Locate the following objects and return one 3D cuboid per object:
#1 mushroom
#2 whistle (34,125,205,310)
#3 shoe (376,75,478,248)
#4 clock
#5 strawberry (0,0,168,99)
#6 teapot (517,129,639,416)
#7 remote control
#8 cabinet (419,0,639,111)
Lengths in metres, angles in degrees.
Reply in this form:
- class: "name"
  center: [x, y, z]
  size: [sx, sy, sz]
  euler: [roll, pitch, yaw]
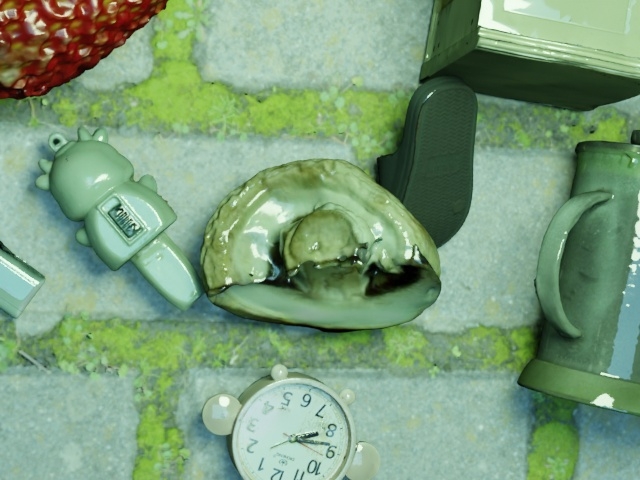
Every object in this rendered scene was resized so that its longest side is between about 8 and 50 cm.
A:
- class: "mushroom"
  center: [0.006, 0.003, 1.380]
  size: [0.267, 0.189, 0.164]
  euler: [-11, 62, 19]
- class: "whistle"
  center: [-0.225, -0.026, 1.371]
  size: [0.101, 0.106, 0.253]
  euler: [-40, 93, 25]
- class: "shoe"
  center: [0.123, -0.097, 1.436]
  size: [0.108, 0.093, 0.241]
  euler: [-10, 127, -23]
- class: "clock"
  center: [-0.036, 0.235, 1.442]
  size: [0.229, 0.063, 0.156]
  euler: [20, 87, -14]
- class: "strawberry"
  center: [-0.289, -0.302, 1.246]
  size: [0.343, 0.292, 0.292]
  euler: [-23, 97, 6]
- class: "teapot"
  center: [0.350, 0.030, 1.422]
  size: [0.270, 0.200, 0.337]
  euler: [14, 88, -41]
- class: "remote control"
  center: [-0.401, 0.018, 1.376]
  size: [0.166, 0.029, 0.065]
  euler: [37, 87, -10]
- class: "cabinet"
  center: [0.272, -0.332, 1.354]
  size: [0.227, 0.290, 0.318]
  euler: [9, 88, -7]
